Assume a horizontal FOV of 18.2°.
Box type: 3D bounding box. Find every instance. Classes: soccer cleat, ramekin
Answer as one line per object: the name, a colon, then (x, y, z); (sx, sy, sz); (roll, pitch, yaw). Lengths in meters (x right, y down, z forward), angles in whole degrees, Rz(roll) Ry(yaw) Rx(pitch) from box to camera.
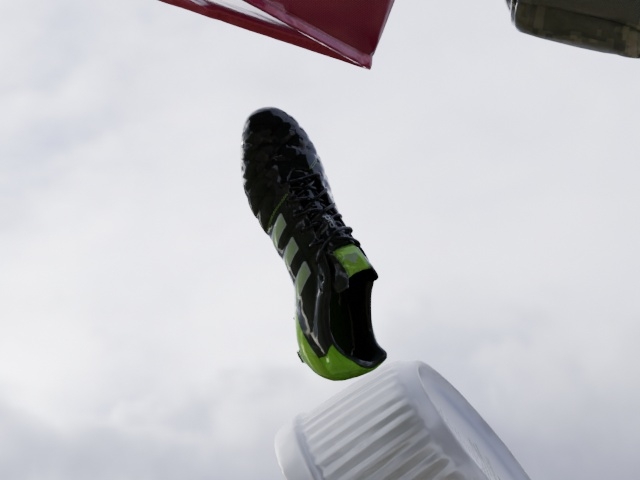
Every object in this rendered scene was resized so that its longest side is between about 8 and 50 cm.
soccer cleat: (0.000, 0.000, 1.237); (0.060, 0.179, 0.072); (-20, 6, -32)
ramekin: (0.075, 0.178, 1.356); (0.109, 0.207, 0.207); (-39, -40, 9)

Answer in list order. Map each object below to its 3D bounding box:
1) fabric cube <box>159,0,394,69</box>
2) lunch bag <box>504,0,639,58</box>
fabric cube: (-0.081, -0.279, 1.153); (0.259, 0.258, 0.254); (21, 1, 30)
lunch bag: (0.252, -0.239, 1.090); (0.256, 0.212, 0.305); (14, -59, 16)
